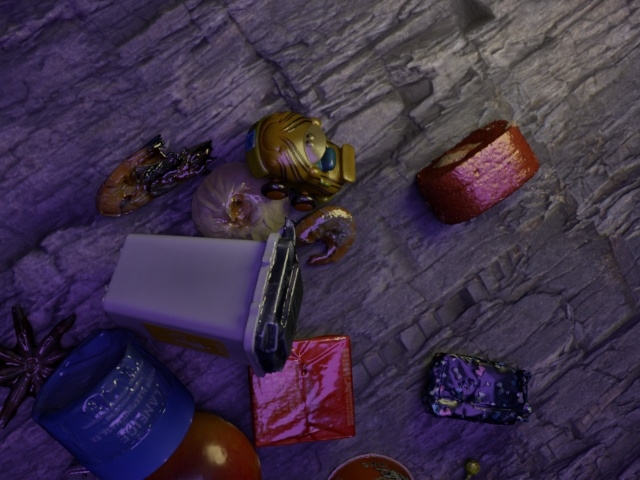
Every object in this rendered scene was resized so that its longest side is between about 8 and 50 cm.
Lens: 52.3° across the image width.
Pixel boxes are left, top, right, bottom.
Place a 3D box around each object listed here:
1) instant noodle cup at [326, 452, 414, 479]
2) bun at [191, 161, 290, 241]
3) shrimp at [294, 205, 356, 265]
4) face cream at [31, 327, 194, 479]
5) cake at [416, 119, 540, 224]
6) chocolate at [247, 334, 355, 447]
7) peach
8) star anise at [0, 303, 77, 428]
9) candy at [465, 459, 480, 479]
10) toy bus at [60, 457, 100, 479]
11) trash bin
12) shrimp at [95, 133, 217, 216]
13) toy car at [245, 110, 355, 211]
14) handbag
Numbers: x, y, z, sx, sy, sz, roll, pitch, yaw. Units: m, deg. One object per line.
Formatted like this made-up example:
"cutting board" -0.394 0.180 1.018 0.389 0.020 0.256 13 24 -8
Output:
"instant noodle cup" 0.133 0.639 1.486 0.251 0.192 0.250 0 91 -10
"bun" -0.173 -0.073 1.441 0.223 0.127 0.222 -1 93 -14
"shrimp" 0.000 0.000 1.513 0.188 0.051 0.132 -29 98 -4
"face cream" -0.419 0.332 1.319 0.249 0.249 0.225 -41 118 -6
"cake" 0.365 -0.162 1.510 0.283 0.177 0.150 -34 97 -6
"chocolate" -0.047 0.335 1.490 0.235 0.108 0.237 -5 91 -9
"peach" -0.253 0.510 1.396 0.275 0.245 0.248 29 96 -11
"star anise" -0.611 0.270 1.397 0.288 0.088 0.288 3 81 -19
"candy" 0.358 0.597 1.612 0.035 0.035 0.122 24 97 0
"toy bus" -0.478 0.572 1.400 0.142 0.142 0.202 -1 92 -10
"trash bin" -0.227 0.098 1.356 0.368 0.255 0.295 8 65 7
"shrimp" -0.358 -0.155 1.392 0.289 0.178 0.075 -28 72 -9
"toy car" -0.034 -0.182 1.410 0.248 0.142 0.200 19 60 -41
"handbag" 0.373 0.360 1.562 0.260 0.113 0.161 9 84 -9
